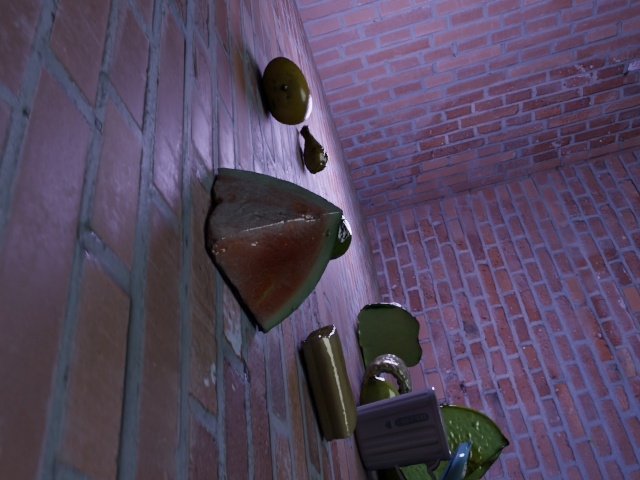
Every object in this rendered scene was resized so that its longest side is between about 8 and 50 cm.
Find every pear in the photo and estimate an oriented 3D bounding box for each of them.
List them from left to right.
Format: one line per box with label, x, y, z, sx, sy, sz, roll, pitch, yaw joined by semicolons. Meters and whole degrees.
pear;0.308;0.616;1.866;0.238;0.342;0.318;51;-25;23

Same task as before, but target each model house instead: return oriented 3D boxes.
model house;0.214;0.301;2.147;0.189;0.195;0.214;83;-4;-85

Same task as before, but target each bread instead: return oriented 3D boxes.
bread;0.018;0.247;1.177;0.139;0.060;0.178;-14;90;-82

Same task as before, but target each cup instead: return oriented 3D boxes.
cup;0.189;0.454;1.530;0.221;0.201;0.167;-92;166;-59

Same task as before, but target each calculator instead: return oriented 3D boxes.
calculator;0.265;0.634;1.542;0.386;0.054;0.256;-64;164;1

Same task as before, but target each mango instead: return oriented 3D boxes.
mango;-0.077;-0.331;1.472;0.195;0.098;0.137;-107;176;-58

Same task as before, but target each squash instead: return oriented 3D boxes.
squash;0.160;0.428;1.703;0.123;0.123;0.187;-82;157;-72

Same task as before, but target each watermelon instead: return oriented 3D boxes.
watermelon;-0.093;0.014;0.865;0.202;0.136;0.208;10;92;-42

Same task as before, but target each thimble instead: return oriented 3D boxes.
thimble;0.184;0.417;1.857;0.143;0.137;0.191;-15;106;-85

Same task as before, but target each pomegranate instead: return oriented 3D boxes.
pomegranate;0.000;0.000;1.409;0.122;0.122;0.162;-95;-154;-53

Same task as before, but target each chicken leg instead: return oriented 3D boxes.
chicken leg;-0.024;-0.253;1.872;0.093;0.070;0.178;76;-6;-54
